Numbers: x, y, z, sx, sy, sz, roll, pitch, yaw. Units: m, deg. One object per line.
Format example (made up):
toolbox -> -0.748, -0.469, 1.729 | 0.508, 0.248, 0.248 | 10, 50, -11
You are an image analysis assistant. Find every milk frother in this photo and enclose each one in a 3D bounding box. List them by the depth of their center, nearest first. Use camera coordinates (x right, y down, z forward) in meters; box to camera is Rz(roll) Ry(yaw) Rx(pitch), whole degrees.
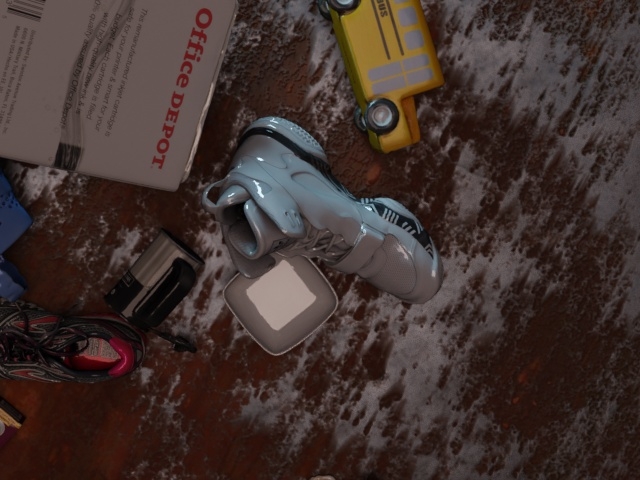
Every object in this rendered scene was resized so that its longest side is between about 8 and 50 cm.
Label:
milk frother -> -0.215, 0.081, 1.496 | 0.134, 0.129, 0.143 | -50, 141, 1

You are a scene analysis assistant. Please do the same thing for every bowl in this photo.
bowl -> -0.059, 0.083, 1.522 | 0.142, 0.053, 0.142 | -39, 97, 0

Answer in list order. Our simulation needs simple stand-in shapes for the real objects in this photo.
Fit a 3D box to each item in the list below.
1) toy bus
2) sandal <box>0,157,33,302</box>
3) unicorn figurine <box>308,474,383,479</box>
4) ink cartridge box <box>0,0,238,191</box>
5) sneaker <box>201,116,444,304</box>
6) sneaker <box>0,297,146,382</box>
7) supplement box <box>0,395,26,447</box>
toy bus -> 0.084, -0.298, 1.471 | 0.130, 0.108, 0.332 | -19, 96, -5
sandal -> -0.473, -0.035, 1.443 | 0.138, 0.126, 0.317 | 8, 101, -9
unicorn figurine -> 0.030, 0.408, 1.565 | 0.111, 0.060, 0.161 | 17, 110, -7
ink cartridge box -> -0.342, -0.248, 1.313 | 0.395, 0.166, 0.285 | 12, 103, -36
sneaker -> 0.000, 0.000, 1.429 | 0.366, 0.210, 0.137 | 40, 132, -4
sneaker -> -0.405, 0.147, 1.467 | 0.299, 0.112, 0.120 | 0, 96, -5
supplement box -> -0.486, 0.280, 1.507 | 0.055, 0.043, 0.083 | 42, 91, -9
